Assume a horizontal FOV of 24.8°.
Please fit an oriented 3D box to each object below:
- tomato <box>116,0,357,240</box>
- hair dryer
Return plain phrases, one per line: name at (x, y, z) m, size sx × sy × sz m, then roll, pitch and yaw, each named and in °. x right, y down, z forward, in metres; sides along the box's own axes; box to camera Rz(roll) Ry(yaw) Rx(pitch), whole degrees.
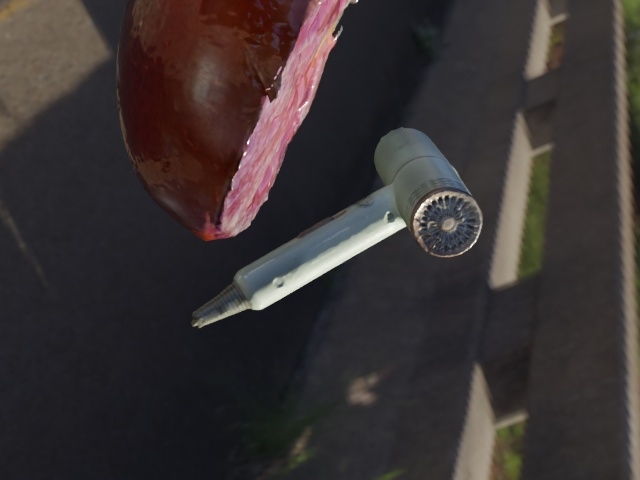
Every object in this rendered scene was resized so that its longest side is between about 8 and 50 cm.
tomato at (-0.080, -0.175, 1.204) m, size 0.176 × 0.334 × 0.289 m, roll 25°, pitch 31°, yaw 0°
hair dryer at (-0.002, -0.001, 0.863) m, size 0.155 × 0.183 × 0.044 m, roll -104°, pitch 169°, yaw -74°
